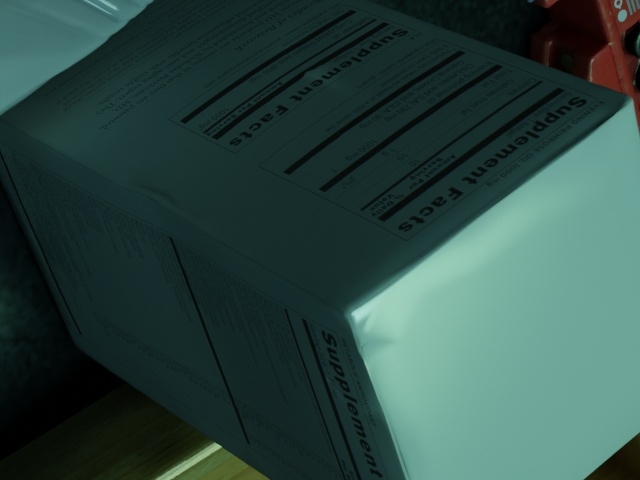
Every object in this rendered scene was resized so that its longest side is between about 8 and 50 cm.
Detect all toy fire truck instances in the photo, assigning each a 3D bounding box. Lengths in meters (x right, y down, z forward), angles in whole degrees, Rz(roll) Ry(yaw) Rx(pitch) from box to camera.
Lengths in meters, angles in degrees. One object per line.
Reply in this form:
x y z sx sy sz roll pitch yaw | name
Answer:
0.105 -0.066 0.945 0.135 0.047 0.192 -38 128 -20 | toy fire truck

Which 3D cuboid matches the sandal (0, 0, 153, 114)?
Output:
-0.154 -0.076 0.695 0.265 0.076 0.102 -46 109 -30 | sandal

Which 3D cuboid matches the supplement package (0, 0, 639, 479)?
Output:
0.000 0.000 0.746 0.134 0.244 0.139 -36 129 -23 | supplement package

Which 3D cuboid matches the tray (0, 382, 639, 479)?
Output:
-0.028 0.142 0.871 0.411 0.076 0.203 -31 127 -17 | tray
